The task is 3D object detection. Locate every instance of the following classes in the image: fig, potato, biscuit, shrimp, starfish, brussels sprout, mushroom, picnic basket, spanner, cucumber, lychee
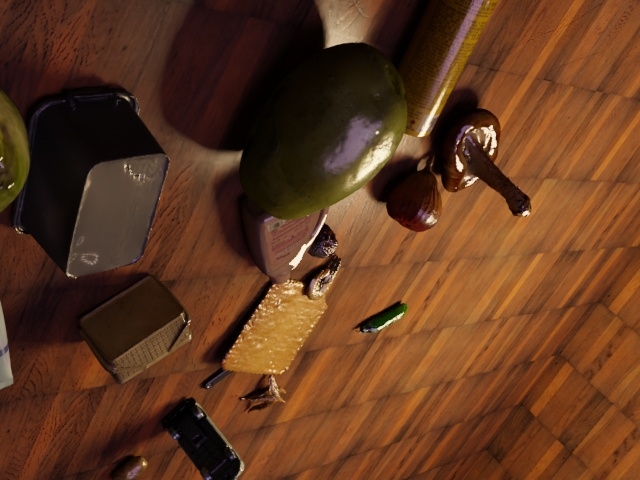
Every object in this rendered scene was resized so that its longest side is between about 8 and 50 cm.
[{"bbox_3d":[0.185,-0.093,1.856,0.119,0.152,0.119,-8,175,-1],"label":"fig"},{"bbox_3d":[-0.394,0.480,1.910,0.083,0.040,0.051,-41,154,-2],"label":"potato"},{"bbox_3d":[-0.085,0.183,1.915,0.232,0.013,0.237,-57,148,9],"label":"biscuit"},{"bbox_3d":[0.005,0.077,1.893,0.059,0.023,0.108,16,107,-49],"label":"shrimp"},{"bbox_3d":[-0.115,0.342,2.066,0.133,0.041,0.130,-19,140,-35],"label":"starfish"},{"bbox_3d":[-0.412,-0.116,1.077,0.131,0.145,0.183,-17,103,1],"label":"brussels sprout"},{"bbox_3d":[0.343,-0.140,1.839,0.148,0.217,0.227,-38,148,-8],"label":"mushroom"},{"bbox_3d":[-0.306,0.147,1.536,0.164,0.115,0.079,-32,145,-19],"label":"picnic basket"},{"bbox_3d":[-0.158,0.247,1.928,0.208,0.012,0.046,-36,149,-12],"label":"spanner"},{"bbox_3d":[0.149,0.192,2.196,0.155,0.037,0.037,-25,144,-27],"label":"cucumber"},{"bbox_3d":[0.000,0.000,1.757,0.068,0.067,0.083,16,153,-17],"label":"lychee"},{"bbox_3d":[0.006,-0.165,1.437,0.304,0.216,0.216,-50,149,5],"label":"potato"}]

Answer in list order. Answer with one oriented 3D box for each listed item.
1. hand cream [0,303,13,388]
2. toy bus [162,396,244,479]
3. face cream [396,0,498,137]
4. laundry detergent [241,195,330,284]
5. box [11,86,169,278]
[{"bbox_3d":[-0.516,0.149,1.375,0.109,0.067,0.320,-24,151,-32],"label":"hand cream"},{"bbox_3d":[-0.231,0.419,1.886,0.087,0.194,0.089,-42,158,-3],"label":"toy bus"},{"bbox_3d":[0.211,-0.344,1.549,0.105,0.105,0.348,-10,136,-43],"label":"face cream"},{"bbox_3d":[-0.052,-0.021,1.665,0.171,0.076,0.237,-33,148,-17],"label":"laundry detergent"},{"bbox_3d":[-0.307,-0.071,1.252,0.163,0.135,0.243,-12,137,-42],"label":"box"}]
